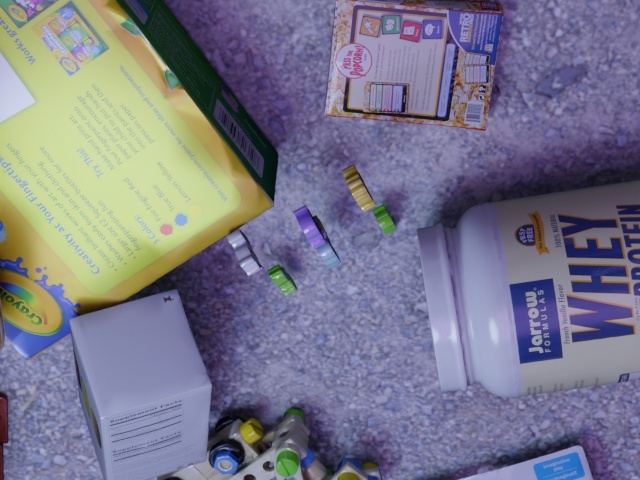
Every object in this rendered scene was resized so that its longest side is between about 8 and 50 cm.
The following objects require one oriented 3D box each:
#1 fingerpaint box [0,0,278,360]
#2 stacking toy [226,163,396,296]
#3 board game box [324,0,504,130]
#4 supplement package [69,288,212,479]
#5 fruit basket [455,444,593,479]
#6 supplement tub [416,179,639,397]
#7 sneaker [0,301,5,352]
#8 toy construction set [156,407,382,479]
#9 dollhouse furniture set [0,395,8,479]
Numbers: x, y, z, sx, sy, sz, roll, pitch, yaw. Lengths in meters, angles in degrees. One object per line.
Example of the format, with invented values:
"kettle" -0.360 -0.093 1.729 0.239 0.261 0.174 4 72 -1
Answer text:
"fingerpaint box" -0.324 -0.143 1.562 0.371 0.163 0.444 -32 111 15
"stacking toy" 0.000 0.000 1.605 0.167 0.221 0.052 -29 70 5
"board game box" 0.107 -0.211 1.590 0.194 0.045 0.146 6 115 -2
"supplement package" -0.217 0.185 1.650 0.134 0.139 0.244 -16 153 -15
"fruit basket" 0.250 0.479 1.847 0.327 0.165 0.353 -17 110 9
"supplement tub" 0.288 0.059 1.608 0.325 0.235 0.235 -9 114 5
"sneaker" -0.447 0.009 1.490 0.126 0.127 0.321 -23 89 7
"toy construction set" -0.096 0.353 1.810 0.328 0.151 0.215 -41 109 6
"dollhouse furniture set" -0.600 0.285 1.746 0.374 0.201 0.152 9 115 -4
